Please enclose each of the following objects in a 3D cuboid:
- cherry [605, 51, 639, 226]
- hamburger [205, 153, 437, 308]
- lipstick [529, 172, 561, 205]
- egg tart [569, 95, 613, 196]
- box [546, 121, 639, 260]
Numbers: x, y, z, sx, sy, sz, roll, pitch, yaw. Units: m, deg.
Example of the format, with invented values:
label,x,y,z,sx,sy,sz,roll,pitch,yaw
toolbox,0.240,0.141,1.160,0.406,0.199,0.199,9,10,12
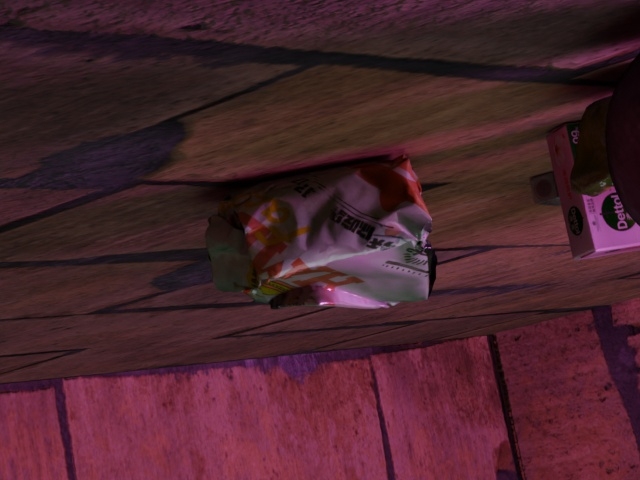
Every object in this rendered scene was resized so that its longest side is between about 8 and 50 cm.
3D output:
label,x,y,z,sx,sy,sz,roll,pitch,yaw
cherry,0.311,-0.082,1.373,0.266,0.183,0.213,-22,-168,-24
hamburger,0.000,0.002,1.785,0.214,0.125,0.235,-6,169,2
lipstick,0.272,-0.055,2.084,0.030,0.030,0.129,-16,170,30
egg tart,0.293,-0.098,1.573,0.197,0.078,0.197,-19,-177,1
box,0.269,-0.050,1.764,0.089,0.125,0.043,-9,171,-21
